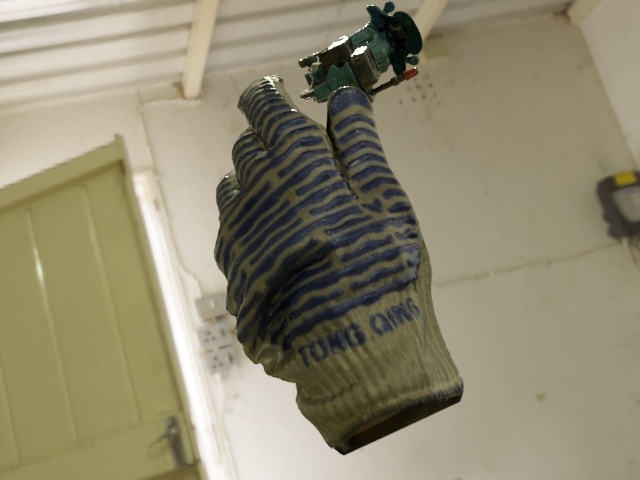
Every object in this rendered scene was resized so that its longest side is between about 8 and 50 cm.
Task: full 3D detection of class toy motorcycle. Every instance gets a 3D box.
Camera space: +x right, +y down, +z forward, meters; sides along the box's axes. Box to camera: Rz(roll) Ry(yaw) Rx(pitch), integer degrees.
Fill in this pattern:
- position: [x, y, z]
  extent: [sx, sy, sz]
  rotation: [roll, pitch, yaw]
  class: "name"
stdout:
- position: [0.063, -0.278, 1.368]
  extent: [0.182, 0.124, 0.272]
  rotation: [-21, 19, 20]
  class: "toy motorcycle"

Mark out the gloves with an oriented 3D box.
- position: [0.000, 0.000, 0.475]
  extent: [0.119, 0.229, 0.097]
  rotation: [-26, -33, 3]
  class: "gloves"
